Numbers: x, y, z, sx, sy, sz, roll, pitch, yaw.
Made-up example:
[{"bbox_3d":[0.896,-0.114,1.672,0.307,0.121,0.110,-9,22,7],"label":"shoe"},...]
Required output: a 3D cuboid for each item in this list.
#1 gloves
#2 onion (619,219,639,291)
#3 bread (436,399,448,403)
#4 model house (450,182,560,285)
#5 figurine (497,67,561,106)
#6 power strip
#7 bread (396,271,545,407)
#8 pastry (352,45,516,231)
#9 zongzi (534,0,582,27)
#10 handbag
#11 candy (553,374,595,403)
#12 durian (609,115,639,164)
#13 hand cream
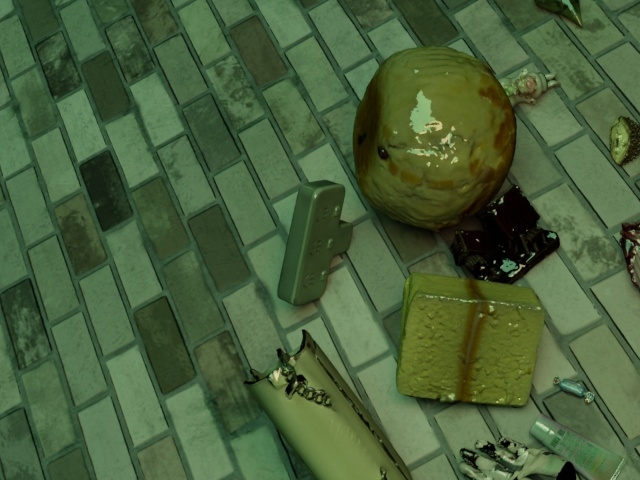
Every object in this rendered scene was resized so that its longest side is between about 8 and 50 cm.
[{"bbox_3d":[0.354,0.434,1.750,0.212,0.111,0.127,-5,65,48],"label":"gloves"},{"bbox_3d":[0.702,0.037,1.810,0.283,0.120,0.227,40,110,42],"label":"onion"},{"bbox_3d":[0.253,0.283,1.892,0.049,0.033,0.088,7,65,8],"label":"bread"},{"bbox_3d":[0.365,-0.001,1.926,0.203,0.164,0.141,-44,55,-4],"label":"model house"},{"bbox_3d":[0.463,-0.334,2.107,0.146,0.081,0.098,-13,25,11],"label":"figurine"},{"bbox_3d":[0.001,0.000,2.029,0.059,0.194,0.264,21,109,28],"label":"power strip"},{"bbox_3d":[0.285,0.197,1.861,0.264,0.198,0.236,6,105,5],"label":"bread"},{"bbox_3d":[0.243,-0.210,1.961,0.313,0.388,0.388,4,61,-17],"label":"pastry"},{"bbox_3d":[0.551,-0.536,2.203,0.104,0.052,0.113,-9,75,22],"label":"zongzi"},{"bbox_3d":[0.021,0.356,1.732,0.160,0.237,0.358,-36,93,-5],"label":"handbag"},{"bbox_3d":[0.485,0.287,1.822,0.083,0.020,0.030,22,71,27],"label":"candy"},{"bbox_3d":[0.654,-0.215,2.019,0.066,0.052,0.130,-27,46,50],"label":"durian"},{"bbox_3d":[0.474,0.391,1.766,0.174,0.047,0.076,32,77,20],"label":"hand cream"}]
